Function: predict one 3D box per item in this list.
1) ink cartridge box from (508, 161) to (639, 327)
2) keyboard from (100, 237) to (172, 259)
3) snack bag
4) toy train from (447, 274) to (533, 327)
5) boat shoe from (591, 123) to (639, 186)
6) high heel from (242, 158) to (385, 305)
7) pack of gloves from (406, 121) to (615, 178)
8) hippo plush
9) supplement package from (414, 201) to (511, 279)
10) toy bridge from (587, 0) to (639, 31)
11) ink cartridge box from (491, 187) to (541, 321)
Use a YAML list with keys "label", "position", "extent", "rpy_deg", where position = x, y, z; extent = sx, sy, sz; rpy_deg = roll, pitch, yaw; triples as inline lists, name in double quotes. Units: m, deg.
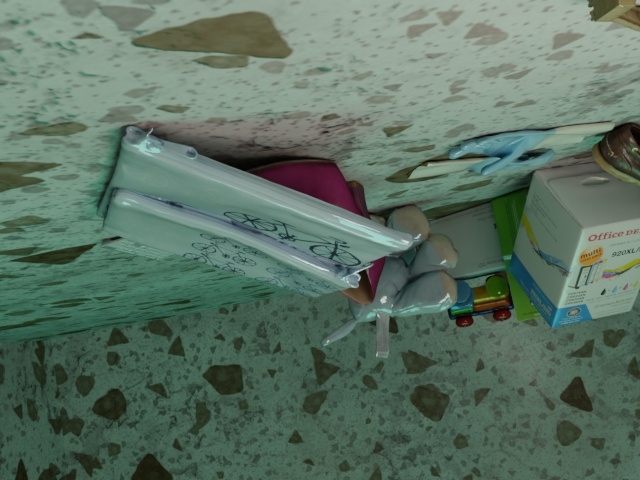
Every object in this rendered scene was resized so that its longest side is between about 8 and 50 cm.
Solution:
- label: "ink cartridge box"
  position: [0.465, 0.003, 1.264]
  extent: [0.171, 0.168, 0.233]
  rpy_deg: [-10, 131, -12]
- label: "keyboard"
  position: [-0.307, 0.013, 1.283]
  extent: [0.072, 0.014, 0.256]
  rpy_deg: [-11, 173, 6]
- label: "snack bag"
  position: [-0.092, -0.008, 0.833]
  extent: [0.323, 0.037, 0.342]
  rpy_deg: [21, 162, -17]
- label: "toy train"
  position: [0.404, 0.116, 1.608]
  extent: [0.247, 0.105, 0.143]
  rpy_deg: [-11, 160, 10]
- label: "boat shoe"
  position: [0.496, -0.105, 1.039]
  extent: [0.206, 0.073, 0.073]
  rpy_deg: [19, 144, -21]
- label: "high heel"
  position: [0.000, 0.000, 0.954]
  extent: [0.127, 0.182, 0.377]
  rpy_deg: [-14, 172, 27]
- label: "pack of gloves"
  position: [0.266, -0.109, 1.022]
  extent: [0.232, 0.046, 0.195]
  rpy_deg: [-8, 171, -16]
- label: "hippo plush"
  position: [0.155, 0.086, 1.434]
  extent: [0.234, 0.294, 0.236]
  rpy_deg: [11, 175, 9]
- label: "supplement package"
  position: [0.375, 0.006, 1.641]
  extent: [0.204, 0.145, 0.261]
  rpy_deg: [-4, 170, -39]
- label: "toy bridge"
  position: [0.291, -0.185, 0.561]
  extent: [0.188, 0.026, 0.063]
  rpy_deg: [-8, 175, -17]
- label: "ink cartridge box"
  position: [0.472, 0.024, 1.474]
  extent: [0.188, 0.255, 0.097]
  rpy_deg: [-5, 171, -35]
